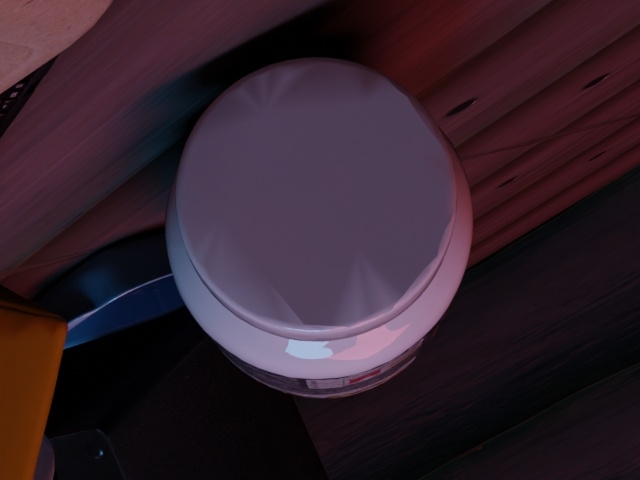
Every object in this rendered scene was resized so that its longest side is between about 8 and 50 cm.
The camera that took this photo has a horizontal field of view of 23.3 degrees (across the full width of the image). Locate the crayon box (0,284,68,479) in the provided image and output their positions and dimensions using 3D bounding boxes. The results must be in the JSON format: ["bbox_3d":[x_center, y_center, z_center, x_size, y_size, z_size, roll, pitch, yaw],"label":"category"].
[{"bbox_3d":[-0.161,0.107,0.532,0.081,0.202,0.318,14,178,-17],"label":"crayon box"}]

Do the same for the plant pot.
[{"bbox_3d":[-0.132,0.167,1.126,0.188,0.187,0.167,-17,-170,35],"label":"plant pot"}]

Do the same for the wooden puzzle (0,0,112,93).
[{"bbox_3d":[-0.242,-0.008,0.321,0.348,0.080,0.322,-36,170,17],"label":"wooden puzzle"}]

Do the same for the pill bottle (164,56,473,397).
[{"bbox_3d":[0.000,0.000,0.848,0.162,0.162,0.278,-28,172,-4],"label":"pill bottle"}]

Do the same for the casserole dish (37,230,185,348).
[{"bbox_3d":[-0.118,0.027,1.055,0.114,0.037,0.188,-35,171,35],"label":"casserole dish"}]

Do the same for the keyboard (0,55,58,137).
[{"bbox_3d":[-0.143,-0.037,0.585,0.100,0.038,0.192,-22,169,-35],"label":"keyboard"}]

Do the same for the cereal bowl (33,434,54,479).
[{"bbox_3d":[-0.322,0.214,0.936,0.339,0.141,0.339,-42,-160,20],"label":"cereal bowl"}]
